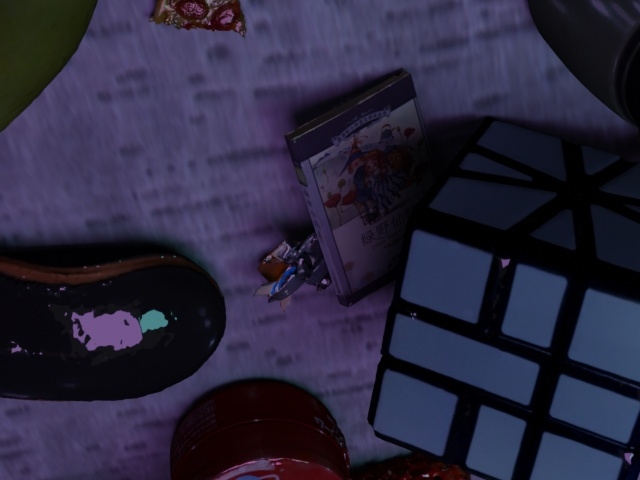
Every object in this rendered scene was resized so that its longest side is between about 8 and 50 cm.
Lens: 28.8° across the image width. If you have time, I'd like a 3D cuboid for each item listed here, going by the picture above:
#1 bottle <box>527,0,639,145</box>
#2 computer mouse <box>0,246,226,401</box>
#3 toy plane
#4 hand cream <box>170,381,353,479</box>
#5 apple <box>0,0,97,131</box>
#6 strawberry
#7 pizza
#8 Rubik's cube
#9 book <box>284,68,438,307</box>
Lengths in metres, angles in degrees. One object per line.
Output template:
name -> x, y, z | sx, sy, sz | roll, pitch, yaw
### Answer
bottle -> 0.324, -0.185, 1.177 | 0.169, 0.347, 0.168 | -6, 124, -9
computer mouse -> -0.266, 0.096, 1.388 | 0.323, 0.116, 0.183 | -2, 118, -8
toy plane -> 0.006, 0.008, 1.412 | 0.188, 0.062, 0.135 | -37, 149, 10
hand cream -> -0.074, 0.296, 1.531 | 0.230, 0.149, 0.230 | -6, 124, -9
apple -> -0.376, -0.258, 0.964 | 0.474, 0.473, 0.473 | -5, 123, -8
strawberry -> 0.107, 0.370, 1.593 | 0.236, 0.111, 0.190 | -41, 96, -5
pizza -> -0.114, -0.252, 1.242 | 0.100, 0.029, 0.099 | 6, 120, -14
Rubik's cube -> 0.239, 0.073, 1.308 | 0.294, 0.288, 0.283 | 16, 121, 16
book -> 0.060, -0.053, 1.369 | 0.157, 0.026, 0.231 | -31, 126, -19
